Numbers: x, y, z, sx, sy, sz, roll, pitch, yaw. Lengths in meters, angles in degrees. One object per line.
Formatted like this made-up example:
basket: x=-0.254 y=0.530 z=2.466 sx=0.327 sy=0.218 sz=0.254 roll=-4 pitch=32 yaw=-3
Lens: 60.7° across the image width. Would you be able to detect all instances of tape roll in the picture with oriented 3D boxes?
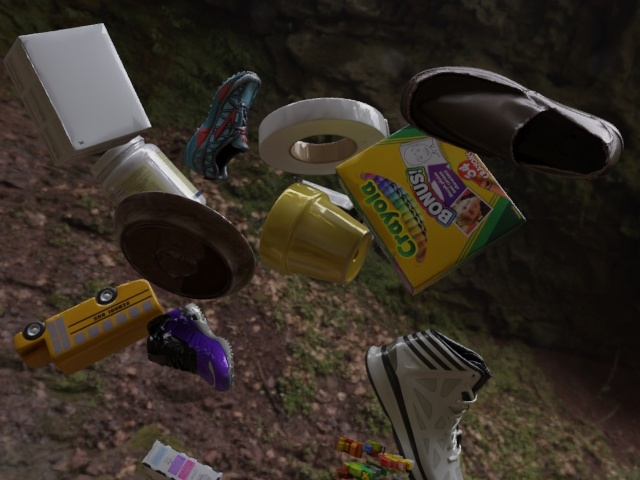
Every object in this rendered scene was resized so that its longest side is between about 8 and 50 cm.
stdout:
tape roll: x=0.009 y=-0.301 z=1.641 sx=0.391 sy=0.072 sz=0.392 roll=-4 pitch=-16 yaw=-1

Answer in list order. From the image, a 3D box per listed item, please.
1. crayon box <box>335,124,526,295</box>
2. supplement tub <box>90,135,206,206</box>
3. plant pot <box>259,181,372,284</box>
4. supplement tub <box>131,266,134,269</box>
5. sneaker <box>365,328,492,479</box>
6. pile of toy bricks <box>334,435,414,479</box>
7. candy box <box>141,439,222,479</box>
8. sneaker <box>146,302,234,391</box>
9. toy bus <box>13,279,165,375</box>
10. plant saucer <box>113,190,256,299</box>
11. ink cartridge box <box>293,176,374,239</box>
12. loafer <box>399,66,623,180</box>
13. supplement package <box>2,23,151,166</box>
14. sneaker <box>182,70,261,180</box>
crayon box: x=0.262 y=-0.101 z=1.359 sx=0.313 sy=0.363 sz=0.106 roll=-31 pitch=-16 yaw=-5
supplement tub: x=-0.566 y=-0.169 z=1.807 sx=0.325 sy=0.235 sz=0.235 roll=48 pitch=-19 yaw=-12
plant pot: x=0.000 y=0.000 z=1.486 sx=0.238 sy=0.254 sz=0.254 roll=25 pitch=-6 yaw=18
supplement tub: x=-0.430 y=0.030 z=1.532 sx=0.190 sy=0.117 sz=0.117 roll=-3 pitch=-9 yaw=-5
sneaker: x=0.305 y=0.419 z=1.276 sx=0.257 sy=0.448 sz=0.169 roll=-26 pitch=-2 yaw=18
pile of toy bricks: x=0.093 y=0.510 z=1.221 sx=0.212 sy=0.118 sz=0.105 roll=1 pitch=-13 yaw=46
candy box: x=-0.355 y=0.618 z=1.417 sx=0.196 sy=0.070 sz=0.165 roll=23 pitch=-41 yaw=9
sneaker: x=-0.292 y=0.242 z=1.170 sx=0.146 sy=0.102 sz=0.293 roll=-9 pitch=25 yaw=-32
toy bus: x=-0.553 y=0.218 z=1.333 sx=0.332 sy=0.130 sz=0.108 roll=-27 pitch=-29 yaw=-15
plant saucer: x=-0.287 y=0.030 z=1.120 sx=0.310 sy=0.050 sz=0.311 roll=11 pitch=-40 yaw=9
ink cartridge box: x=0.027 y=-0.109 z=1.976 sx=0.371 sy=0.069 sz=0.176 roll=28 pitch=-29 yaw=46
loafer: x=0.302 y=-0.192 z=0.873 sx=0.365 sy=0.134 sz=0.130 roll=18 pitch=20 yaw=13
supplement package: x=-0.565 y=-0.340 z=1.280 sx=0.145 sy=0.262 sz=0.204 roll=-11 pitch=16 yaw=47
sneaker: x=-0.193 y=-0.249 z=1.232 sx=0.125 sy=0.262 sz=0.104 roll=37 pitch=12 yaw=21
